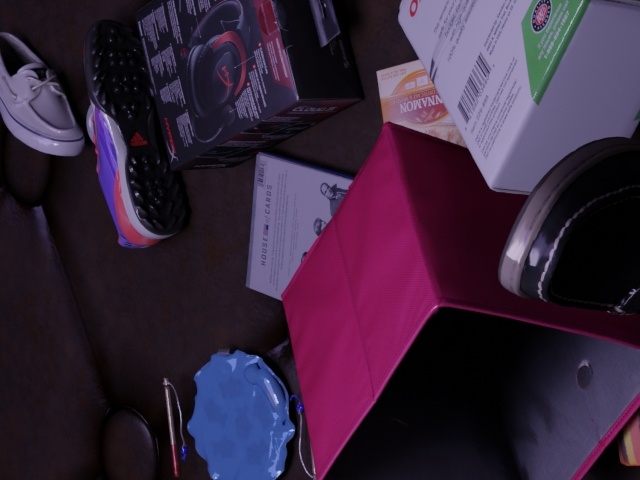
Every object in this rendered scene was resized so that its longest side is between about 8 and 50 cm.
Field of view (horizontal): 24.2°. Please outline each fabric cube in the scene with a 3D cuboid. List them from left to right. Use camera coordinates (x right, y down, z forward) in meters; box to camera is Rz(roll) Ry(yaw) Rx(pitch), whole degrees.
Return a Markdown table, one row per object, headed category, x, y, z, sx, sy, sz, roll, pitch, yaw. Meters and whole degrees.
| category | x | y | z | sx | sy | sz | roll | pitch | yaw |
| --- | --- | --- | --- | --- | --- | --- | --- | --- | --- |
| fabric cube | 0.139 | 0.084 | 1.445 | 0.259 | 0.254 | 0.258 | -60 | 27 | 34 |

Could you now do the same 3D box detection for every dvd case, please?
| category | x | y | z | sx | sy | sz | roll | pitch | yaw |
| --- | --- | --- | --- | --- | --- | --- | --- | --- | --- |
| dvd case | 0.000 | 0.000 | 1.813 | 0.238 | 0.029 | 0.179 | 19 | 108 | 45 |

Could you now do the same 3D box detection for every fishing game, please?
| category | x | y | z | sx | sy | sz | roll | pitch | yaw |
| --- | --- | --- | --- | --- | --- | --- | --- | --- | --- |
| fishing game | -0.101 | 0.232 | 1.944 | 0.264 | 0.041 | 0.189 | -10 | 87 | 40 |

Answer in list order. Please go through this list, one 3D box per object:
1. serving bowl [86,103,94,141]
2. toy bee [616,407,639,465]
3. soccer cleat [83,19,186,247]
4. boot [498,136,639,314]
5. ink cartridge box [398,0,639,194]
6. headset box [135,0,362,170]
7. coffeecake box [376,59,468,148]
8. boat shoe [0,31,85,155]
| category | x | y | z | sx | sy | sz | roll | pitch | yaw |
| --- | --- | --- | --- | --- | --- | --- | --- | --- | --- |
| serving bowl | -0.311 | -0.169 | 2.139 | 0.083 | 0.027 | 0.083 | 8 | 101 | 47 |
| toy bee | 0.361 | 0.158 | 1.335 | 0.298 | 0.162 | 0.195 | -42 | 62 | 42 |
| soccer cleat | -0.275 | -0.144 | 2.049 | 0.116 | 0.108 | 0.318 | -26 | 77 | 50 |
| boot | 0.344 | 0.039 | 1.195 | 0.284 | 0.377 | 0.138 | 34 | 111 | 34 |
| ink cartridge box | 0.197 | -0.210 | 1.393 | 0.289 | 0.121 | 0.211 | -111 | 35 | -45 |
| headset box | -0.084 | -0.232 | 1.819 | 0.293 | 0.110 | 0.218 | -24 | 76 | 46 |
| coffeecake box | 0.143 | -0.106 | 1.615 | 0.142 | 0.068 | 0.185 | -10 | 87 | 47 |
| boat shoe | -0.423 | -0.221 | 2.215 | 0.267 | 0.096 | 0.088 | 50 | 133 | 43 |
